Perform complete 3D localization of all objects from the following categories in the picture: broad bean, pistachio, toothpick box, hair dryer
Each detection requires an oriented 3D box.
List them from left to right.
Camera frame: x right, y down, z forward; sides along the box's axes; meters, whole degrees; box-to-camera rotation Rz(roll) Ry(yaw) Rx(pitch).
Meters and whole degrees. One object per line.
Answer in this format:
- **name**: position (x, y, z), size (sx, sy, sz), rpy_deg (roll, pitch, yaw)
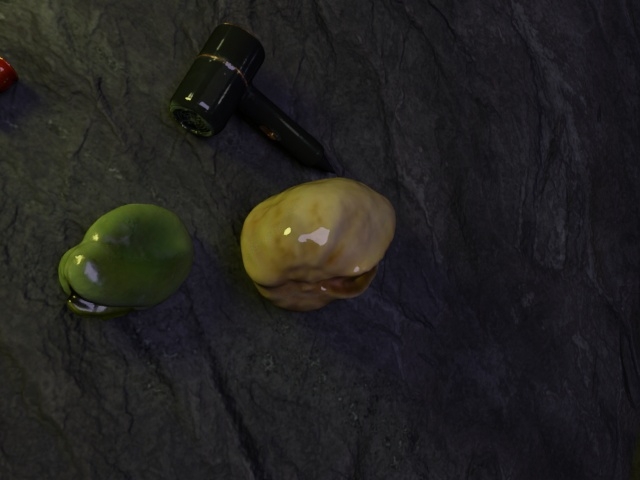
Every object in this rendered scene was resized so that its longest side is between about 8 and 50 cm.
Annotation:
- **toothpick box**: position (-0.488, -0.230, 0.834), size (0.047, 0.047, 0.083), rpy_deg (46, 61, -20)
- **broad bean**: position (-0.297, 0.035, 0.898), size (0.228, 0.100, 0.169), rpy_deg (-49, 117, -30)
- **hair dryer**: position (-0.098, -0.211, 1.066), size (0.352, 0.107, 0.189), rpy_deg (38, 68, -30)
- **pistachio**: position (0.000, 0.000, 1.027), size (0.321, 0.229, 0.238), rpy_deg (-25, 64, -41)
